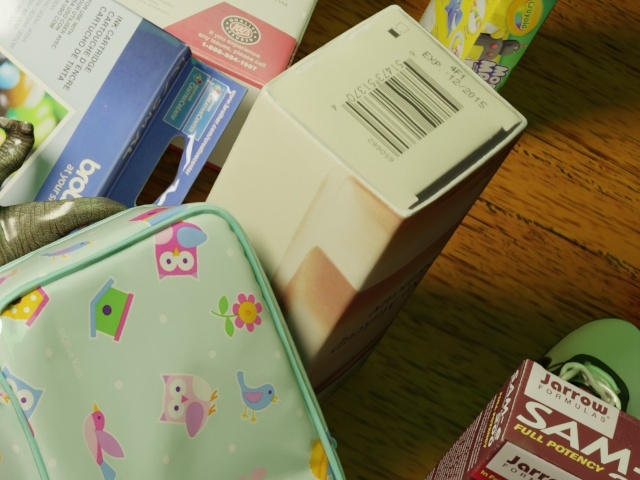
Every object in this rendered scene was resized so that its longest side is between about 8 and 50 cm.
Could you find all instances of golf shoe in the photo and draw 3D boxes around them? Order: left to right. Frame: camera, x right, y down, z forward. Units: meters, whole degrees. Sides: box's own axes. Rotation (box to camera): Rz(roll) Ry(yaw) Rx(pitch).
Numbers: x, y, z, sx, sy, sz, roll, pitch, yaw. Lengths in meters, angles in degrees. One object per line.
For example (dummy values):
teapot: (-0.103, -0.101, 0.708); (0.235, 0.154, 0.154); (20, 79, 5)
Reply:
golf shoe: (0.199, 0.135, 1.322); (0.105, 0.120, 0.273); (36, 45, 7)

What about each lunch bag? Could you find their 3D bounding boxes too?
lunch bag: (-0.104, 0.125, 1.113); (0.224, 0.108, 0.279); (-30, 106, -36)

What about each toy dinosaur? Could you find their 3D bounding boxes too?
toy dinosaur: (-0.286, -0.019, 1.213); (0.313, 0.160, 0.121); (9, 7, -31)

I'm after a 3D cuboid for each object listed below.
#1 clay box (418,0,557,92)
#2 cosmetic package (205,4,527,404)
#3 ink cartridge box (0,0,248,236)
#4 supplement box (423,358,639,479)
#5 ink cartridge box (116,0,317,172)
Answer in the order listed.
clay box: (0.146, -0.204, 1.497); (0.053, 0.222, 0.127); (13, 50, -17)
cosmetic package: (0.000, 0.000, 1.212); (0.129, 0.296, 0.153); (43, 50, 10)
ink cartridge box: (-0.230, -0.116, 1.287); (0.311, 0.065, 0.186); (31, 89, -3)
supplement box: (0.132, 0.192, 1.157); (0.130, 0.239, 0.073); (27, 47, -3)
ink cartridge box: (-0.105, -0.221, 1.460); (0.207, 0.117, 0.283); (25, 47, -5)
